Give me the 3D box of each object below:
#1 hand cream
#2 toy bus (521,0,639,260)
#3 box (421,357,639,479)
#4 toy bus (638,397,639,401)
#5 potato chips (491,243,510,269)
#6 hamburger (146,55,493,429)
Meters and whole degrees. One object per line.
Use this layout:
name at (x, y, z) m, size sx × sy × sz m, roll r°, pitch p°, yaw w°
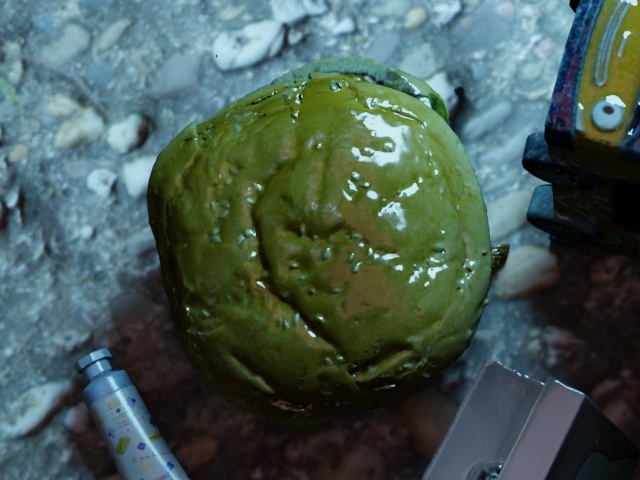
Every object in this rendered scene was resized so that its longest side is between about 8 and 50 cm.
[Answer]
hand cream at (-0.152, 0.169, 1.459) m, size 0.065 × 0.043 × 0.171 m, roll -30°, pitch 75°, yaw 3°
toy bus at (0.260, -0.081, 1.295) m, size 0.194 × 0.323 × 0.162 m, roll 17°, pitch 80°, yaw 12°
box at (0.137, 0.213, 1.305) m, size 0.086 × 0.215 × 0.215 m, roll 24°, pitch 82°, yaw 27°
toy bus at (0.409, 0.071, 1.327) m, size 0.329 × 0.143 × 0.153 m, roll -33°, pitch 82°, yaw 1°
potato chips at (0.054, 0.001, 1.469) m, size 0.204 × 0.026 × 0.037 m, roll 10°, pitch 77°, yaw 14°
hamburger at (-0.002, 0.000, 1.401) m, size 0.265 × 0.134 × 0.285 m, roll -21°, pitch 85°, yaw 19°
